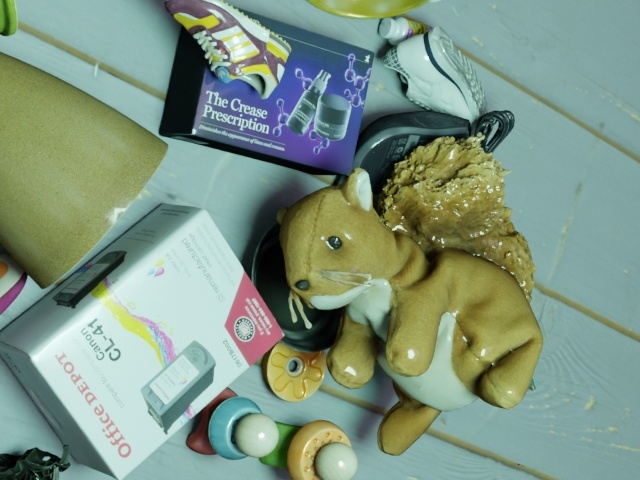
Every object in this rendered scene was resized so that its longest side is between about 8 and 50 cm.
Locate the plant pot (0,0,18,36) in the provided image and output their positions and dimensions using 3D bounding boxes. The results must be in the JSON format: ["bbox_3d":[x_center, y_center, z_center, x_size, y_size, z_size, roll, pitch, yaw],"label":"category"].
[{"bbox_3d":[-0.563,-0.322,1.544,0.353,0.366,0.366,-26,109,-17],"label":"plant pot"}]

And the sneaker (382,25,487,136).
[{"bbox_3d":[0.181,-0.229,2.183,0.235,0.094,0.090,48,29,-45],"label":"sneaker"}]

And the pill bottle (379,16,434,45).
[{"bbox_3d":[0.129,-0.306,2.157,0.083,0.043,0.043,11,89,-34],"label":"pill bottle"}]

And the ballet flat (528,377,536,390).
[{"bbox_3d":[0.315,0.193,2.340,0.041,0.041,0.114,-26,108,-29],"label":"ballet flat"}]

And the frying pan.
[{"bbox_3d":[-0.023,-0.002,2.081,0.197,0.053,0.326,10,76,-38],"label":"frying pan"}]

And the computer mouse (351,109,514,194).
[{"bbox_3d":[0.143,-0.129,2.143,0.272,0.072,0.188,-1,128,-36],"label":"computer mouse"}]

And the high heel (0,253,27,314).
[{"bbox_3d":[-0.509,0.159,1.773,0.377,0.127,0.181,-31,140,-32],"label":"high heel"}]

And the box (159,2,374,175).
[{"bbox_3d":[-0.071,-0.204,2.004,0.261,0.103,0.184,12,85,-34],"label":"box"}]

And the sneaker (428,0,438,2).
[{"bbox_3d":[0.207,-0.512,2.150,0.292,0.108,0.169,-51,122,-17],"label":"sneaker"}]

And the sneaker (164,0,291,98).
[{"bbox_3d":[-0.125,-0.250,1.865,0.185,0.069,0.084,25,77,-26],"label":"sneaker"}]

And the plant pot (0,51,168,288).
[{"bbox_3d":[-0.358,-0.110,1.767,0.254,0.237,0.237,41,72,-15],"label":"plant pot"}]

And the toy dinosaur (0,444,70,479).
[{"bbox_3d":[-0.346,0.382,1.832,0.322,0.164,0.218,-24,104,-18],"label":"toy dinosaur"}]

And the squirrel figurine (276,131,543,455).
[{"bbox_3d":[0.118,0.034,2.028,0.370,0.281,0.397,42,55,-15],"label":"squirrel figurine"}]

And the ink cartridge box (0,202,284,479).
[{"bbox_3d":[-0.233,0.128,1.912,0.306,0.131,0.226,-42,116,-24],"label":"ink cartridge box"}]

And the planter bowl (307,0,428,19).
[{"bbox_3d":[0.069,-0.409,2.040,0.217,0.217,0.090,18,58,-33],"label":"planter bowl"}]

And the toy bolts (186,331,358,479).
[{"bbox_3d":[-0.051,0.241,2.024,0.228,0.158,0.218,6,92,-34],"label":"toy bolts"}]
